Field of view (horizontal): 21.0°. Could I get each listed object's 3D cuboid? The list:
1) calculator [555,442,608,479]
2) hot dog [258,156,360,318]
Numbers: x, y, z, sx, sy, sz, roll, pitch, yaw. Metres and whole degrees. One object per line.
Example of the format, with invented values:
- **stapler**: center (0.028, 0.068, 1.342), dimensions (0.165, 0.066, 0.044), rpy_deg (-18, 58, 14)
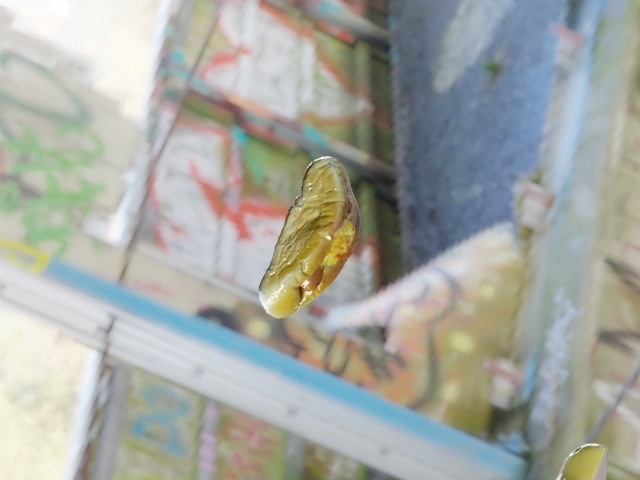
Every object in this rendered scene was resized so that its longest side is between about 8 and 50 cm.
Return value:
- **calculator**: center (0.171, 0.263, 1.310), dimensions (0.157, 0.033, 0.236), rpy_deg (-52, -28, -39)
- **hot dog**: center (0.000, 0.000, 0.879), dimensions (0.090, 0.034, 0.030), rpy_deg (-68, -30, -22)
